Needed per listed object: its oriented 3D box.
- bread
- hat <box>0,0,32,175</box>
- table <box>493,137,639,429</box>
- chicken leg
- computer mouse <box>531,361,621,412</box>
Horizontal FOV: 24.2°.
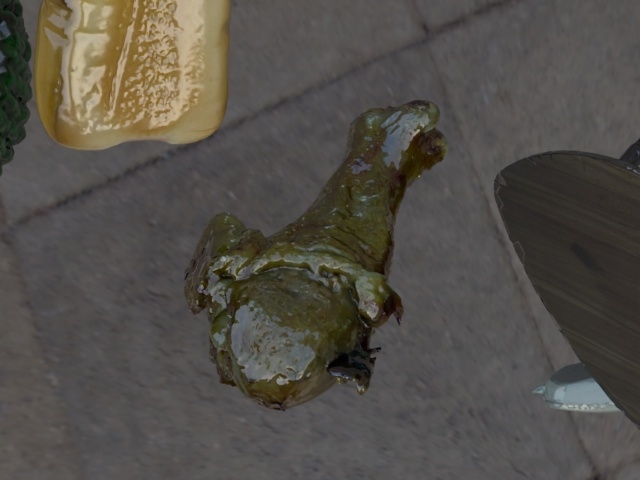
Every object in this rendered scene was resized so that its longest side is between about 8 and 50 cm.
[{"bbox_3d":[-0.126,-0.205,1.024,0.142,0.305,0.091,-7,32,-24],"label":"bread"},{"bbox_3d":[-0.386,-0.163,1.327,0.242,0.332,0.274,-7,89,-6],"label":"hat"},{"bbox_3d":[0.380,0.005,1.463,0.249,0.317,0.317,-28,74,-23],"label":"table"},{"bbox_3d":[-0.014,0.008,1.399,0.211,0.140,0.361,12,48,8],"label":"chicken leg"},{"bbox_3d":[0.316,0.155,1.589,0.181,0.089,0.056,-15,95,13],"label":"computer mouse"}]
